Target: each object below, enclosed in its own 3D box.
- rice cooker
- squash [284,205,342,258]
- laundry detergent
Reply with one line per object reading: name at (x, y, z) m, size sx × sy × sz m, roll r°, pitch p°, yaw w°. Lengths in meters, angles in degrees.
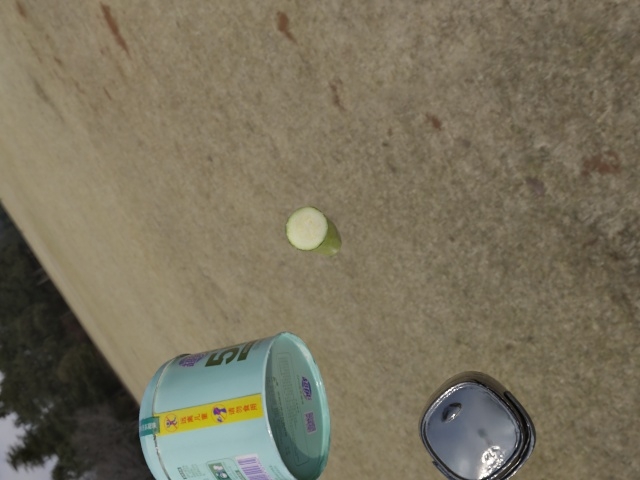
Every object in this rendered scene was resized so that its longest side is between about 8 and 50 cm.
rice cooker at (0.362, 0.442, 1.573) m, size 0.267 × 0.267 × 0.224 m, roll 51°, pitch -175°, yaw 17°
squash at (0.000, 0.000, 1.440) m, size 0.094 × 0.094 × 0.224 m, roll 50°, pitch -177°, yaw 20°
laundry detergent at (-0.175, 0.347, 1.305) m, size 0.287 × 0.305 × 0.287 m, roll -15°, pitch -90°, yaw -71°
